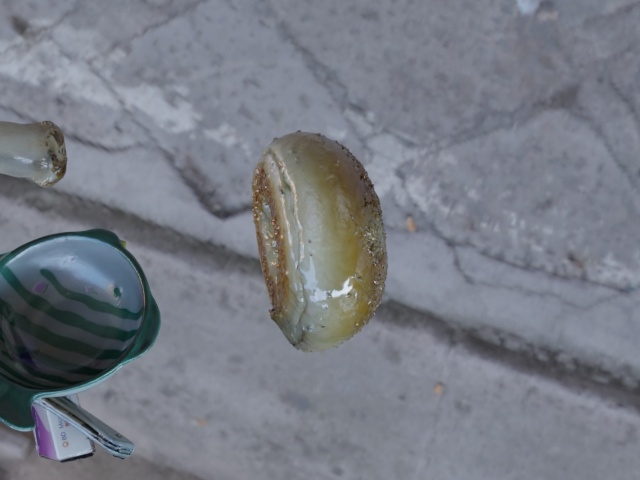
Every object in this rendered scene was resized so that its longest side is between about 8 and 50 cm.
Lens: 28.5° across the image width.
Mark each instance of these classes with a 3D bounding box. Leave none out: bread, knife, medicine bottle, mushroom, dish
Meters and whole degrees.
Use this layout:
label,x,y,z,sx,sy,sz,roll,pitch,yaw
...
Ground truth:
label,x,y,z,sx,sy,sz,roll,pitch,yaw
bread,0.000,0.000,1.729,0.159,0.305,0.305,-6,143,-17
knife,-0.282,0.208,1.466,0.162,0.023,0.044,25,177,35
medicine bottle,-0.346,0.180,1.608,0.171,0.052,0.201,-15,89,67
mushroom,-0.382,-0.107,1.455,0.071,0.084,0.209,-25,164,34
dish,-0.284,0.104,1.379,0.224,0.246,0.078,19,152,14

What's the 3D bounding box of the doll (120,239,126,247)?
label,x,y,z,sx,sy,sz,roll,pitch,yaw
doll,-0.312,0.073,1.737,0.106,0.162,0.062,16,177,-42
